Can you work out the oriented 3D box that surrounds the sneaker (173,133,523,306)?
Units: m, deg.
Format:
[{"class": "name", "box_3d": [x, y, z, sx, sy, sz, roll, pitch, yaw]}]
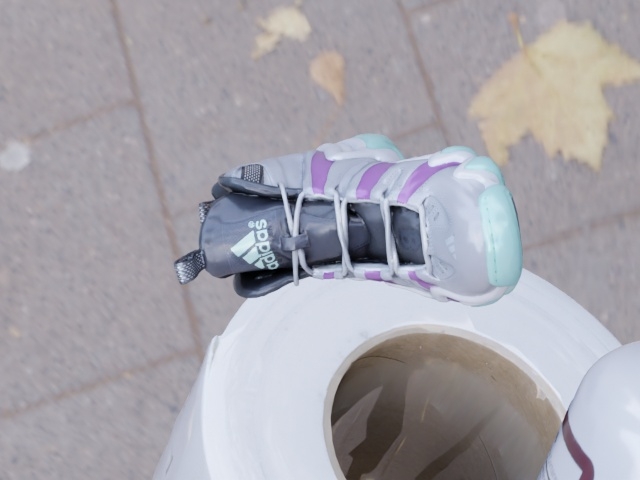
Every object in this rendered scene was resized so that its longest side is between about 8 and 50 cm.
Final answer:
[{"class": "sneaker", "box_3d": [0.000, 0.000, 0.430, 0.069, 0.098, 0.038, -12, 100, -21]}]

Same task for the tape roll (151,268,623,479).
[{"class": "tape roll", "box_3d": [0.040, 0.143, 0.928, 0.246, 0.169, 0.246, 10, 52, -13]}]

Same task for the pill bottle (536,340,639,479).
[{"class": "pill bottle", "box_3d": [0.091, 0.081, 0.455, 0.086, 0.086, 0.152, 29, 112, 22]}]
